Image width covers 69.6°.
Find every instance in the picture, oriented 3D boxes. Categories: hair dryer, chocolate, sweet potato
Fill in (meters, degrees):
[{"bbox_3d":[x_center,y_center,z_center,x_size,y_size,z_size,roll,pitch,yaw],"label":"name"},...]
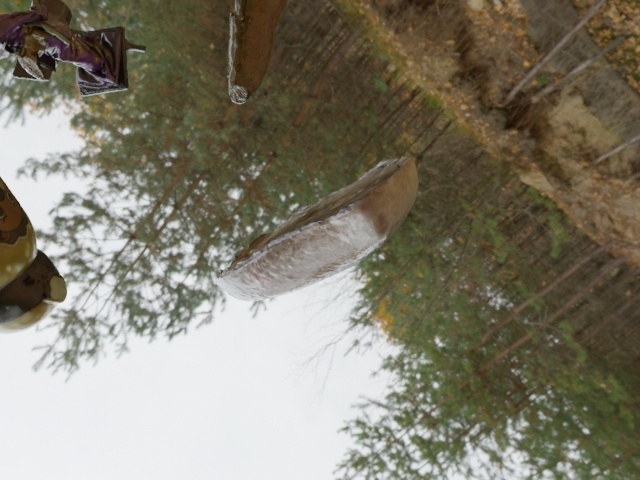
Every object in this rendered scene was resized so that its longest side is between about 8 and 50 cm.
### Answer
[{"bbox_3d":[-0.511,-0.417,0.999,0.248,0.078,0.196,4,-110,-9],"label":"hair dryer"},{"bbox_3d":[0.000,0.000,0.607,0.101,0.303,0.185,56,-144,-5],"label":"chocolate"},{"bbox_3d":[-0.071,-0.299,0.554,0.075,0.274,0.075,15,-174,-2],"label":"sweet potato"}]

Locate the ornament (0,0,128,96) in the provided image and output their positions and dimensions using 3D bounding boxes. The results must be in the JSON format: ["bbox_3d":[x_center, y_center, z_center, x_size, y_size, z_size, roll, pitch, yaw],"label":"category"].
[{"bbox_3d":[-0.325,-0.220,0.513,0.203,0.081,0.088,-17,-75,-61],"label":"ornament"}]

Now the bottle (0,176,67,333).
[{"bbox_3d":[-0.510,-0.010,0.664,0.172,0.171,0.351,-118,10,-50],"label":"bottle"}]
